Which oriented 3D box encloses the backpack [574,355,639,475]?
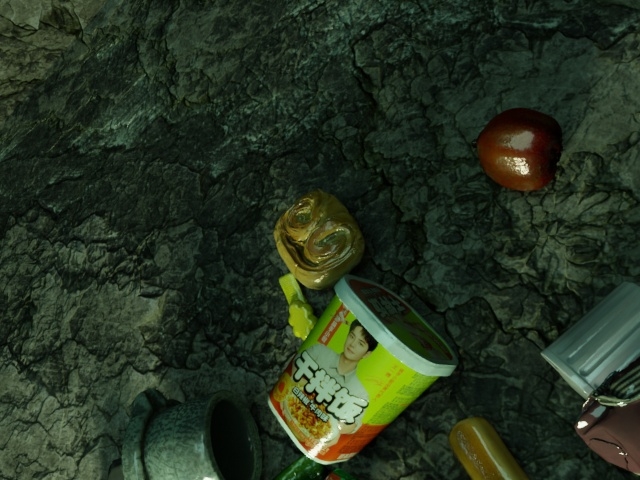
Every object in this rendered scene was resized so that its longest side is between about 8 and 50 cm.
[{"bbox_3d":[0.553,0.220,0.837,0.317,0.197,0.283,-47,29,-6],"label":"backpack"}]

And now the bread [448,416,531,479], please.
[{"bbox_3d":[0.334,0.438,1.115,0.092,0.074,0.239,-50,53,25],"label":"bread"}]

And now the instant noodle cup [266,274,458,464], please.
[{"bbox_3d":[0.070,0.270,1.230,0.307,0.294,0.294,-52,56,13],"label":"instant noodle cup"}]

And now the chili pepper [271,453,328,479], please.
[{"bbox_3d":[-0.086,0.551,1.301,0.253,0.099,0.083,-48,47,7],"label":"chili pepper"}]

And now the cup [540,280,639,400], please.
[{"bbox_3d":[0.534,0.206,1.056,0.202,0.221,0.167,-46,16,5],"label":"cup"}]

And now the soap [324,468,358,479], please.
[{"bbox_3d":[0.077,0.549,1.138,0.217,0.098,0.273,-59,21,-17],"label":"soap"}]

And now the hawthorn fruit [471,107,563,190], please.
[{"bbox_3d":[0.399,-0.188,1.251,0.188,0.169,0.168,8,77,31],"label":"hawthorn fruit"}]

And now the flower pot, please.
[{"bbox_3d":[-0.311,0.465,1.354,0.283,0.299,0.298,-22,63,17],"label":"flower pot"}]

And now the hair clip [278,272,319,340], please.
[{"bbox_3d":[-0.050,0.158,1.451,0.072,0.046,0.173,-29,63,23],"label":"hair clip"}]

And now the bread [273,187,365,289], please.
[{"bbox_3d":[-0.002,0.002,1.434,0.198,0.120,0.236,-41,57,10],"label":"bread"}]
